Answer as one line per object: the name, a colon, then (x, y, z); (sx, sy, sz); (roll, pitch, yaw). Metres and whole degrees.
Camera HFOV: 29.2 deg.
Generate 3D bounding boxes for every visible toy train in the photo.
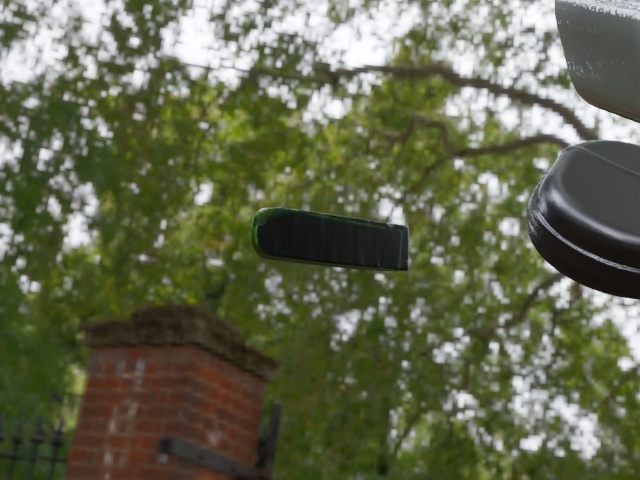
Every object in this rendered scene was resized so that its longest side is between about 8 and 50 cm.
toy train: (0.000, 0.000, 1.088); (0.042, 0.044, 0.209); (-4, -7, 41)

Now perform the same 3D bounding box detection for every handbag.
handbag: (0.411, -0.034, 1.638); (0.253, 0.308, 0.093); (22, -56, 16)

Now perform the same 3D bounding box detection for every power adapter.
power adapter: (0.276, -0.159, 0.859); (0.187, 0.124, 0.255); (-19, 18, -6)
